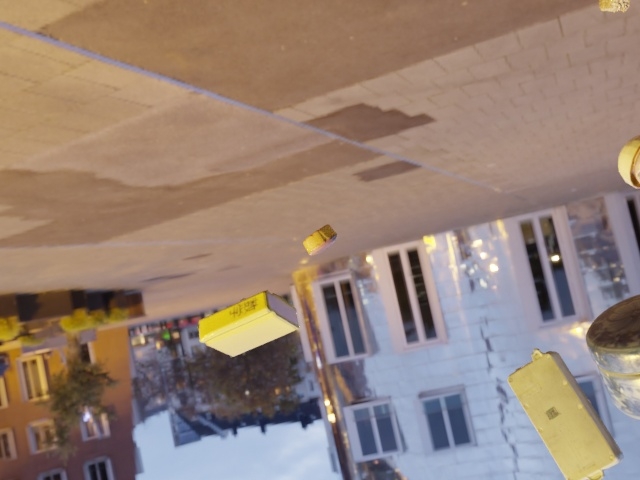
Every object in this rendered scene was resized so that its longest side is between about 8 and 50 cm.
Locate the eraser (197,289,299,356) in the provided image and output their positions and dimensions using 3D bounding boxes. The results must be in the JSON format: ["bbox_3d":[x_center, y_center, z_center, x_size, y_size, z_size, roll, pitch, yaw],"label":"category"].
[{"bbox_3d":[-0.183,0.213,1.826,0.226,0.069,0.158,-25,144,18],"label":"eraser"}]

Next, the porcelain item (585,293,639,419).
[{"bbox_3d":[0.414,0.136,0.884,0.147,0.114,0.147,-28,-167,7],"label":"porcelain item"}]

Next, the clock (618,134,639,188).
[{"bbox_3d":[0.915,-0.154,1.727,0.184,0.342,0.326,-50,175,-4],"label":"clock"}]

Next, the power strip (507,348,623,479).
[{"bbox_3d":[0.480,0.348,1.421,0.118,0.270,0.046,-41,153,26],"label":"power strip"}]

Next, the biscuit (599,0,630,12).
[{"bbox_3d":[0.785,-0.693,1.899,0.071,0.168,0.082,-8,-160,-16],"label":"biscuit"}]

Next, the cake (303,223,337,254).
[{"bbox_3d":[0.000,0.000,1.682,0.084,0.044,0.084,-34,172,-6],"label":"cake"}]
